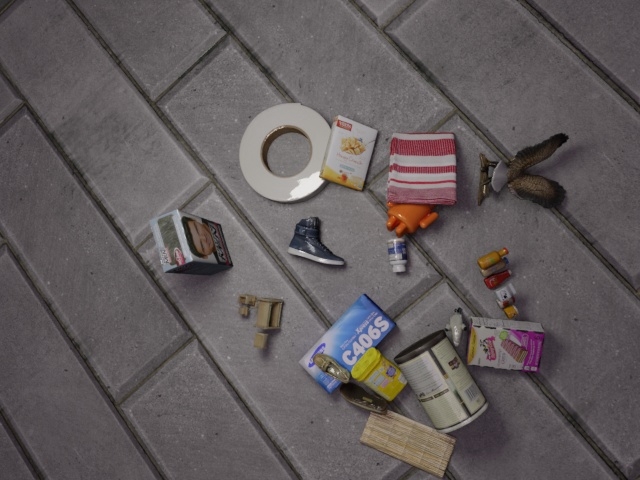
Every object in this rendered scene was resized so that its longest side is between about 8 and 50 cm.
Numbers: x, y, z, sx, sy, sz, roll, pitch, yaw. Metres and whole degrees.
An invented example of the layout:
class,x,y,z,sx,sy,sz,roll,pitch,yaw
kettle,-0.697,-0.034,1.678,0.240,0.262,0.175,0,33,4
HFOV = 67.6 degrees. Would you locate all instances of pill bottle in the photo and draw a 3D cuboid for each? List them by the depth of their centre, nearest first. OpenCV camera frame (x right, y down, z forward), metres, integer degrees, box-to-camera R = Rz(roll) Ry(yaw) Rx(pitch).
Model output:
class,x,y,z,sx,sy,sz,roll,pitch,yaw
pill bottle,0.283,0.055,1.746,0.067,0.067,0.120,-6,84,10

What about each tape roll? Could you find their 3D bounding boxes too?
class,x,y,z,sx,sy,sz,roll,pitch,yaw
tape roll,-0.125,-0.338,1.862,0.391,0.072,0.392,-1,85,11

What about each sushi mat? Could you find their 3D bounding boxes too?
class,x,y,z,sx,sy,sz,roll,pitch,yaw
sushi mat,0.310,0.712,1.702,0.316,0.019,0.152,19,87,12

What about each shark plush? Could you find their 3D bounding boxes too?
class,x,y,z,sx,sy,sz,roll,pitch,yaw
shark plush,0.467,0.291,1.656,0.073,0.161,0.067,-15,118,16

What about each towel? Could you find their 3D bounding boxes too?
class,x,y,z,sx,sy,sz,roll,pitch,yaw
towel,0.363,-0.266,1.704,0.236,0.037,0.329,2,57,10

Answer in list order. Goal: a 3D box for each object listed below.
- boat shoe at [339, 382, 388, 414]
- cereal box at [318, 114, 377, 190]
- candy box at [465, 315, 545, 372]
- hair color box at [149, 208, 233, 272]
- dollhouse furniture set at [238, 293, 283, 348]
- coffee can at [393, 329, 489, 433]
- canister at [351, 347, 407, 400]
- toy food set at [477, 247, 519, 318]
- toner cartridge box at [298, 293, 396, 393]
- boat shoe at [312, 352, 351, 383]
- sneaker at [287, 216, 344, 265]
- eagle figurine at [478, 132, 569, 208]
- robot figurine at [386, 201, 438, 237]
class,x,y,z,sx,sy,sz,roll,pitch,yaw
boat shoe,0.153,0.579,1.716,0.190,0.072,0.068,19,50,34
cereal box,0.105,-0.324,1.786,0.172,0.047,0.240,15,88,-22
candy box,0.622,0.353,1.623,0.233,0.071,0.159,4,109,12
hair color box,-0.455,0.018,1.735,0.113,0.374,0.186,-21,81,8
dollhouse furniture set,-0.237,0.306,1.828,0.160,0.101,0.182,5,86,36
coffee can,0.403,0.471,1.614,0.201,0.201,0.275,-32,80,6
canister,0.211,0.474,1.682,0.170,0.073,0.126,40,94,-18
toy food set,0.635,0.143,1.648,0.104,0.111,0.232,-29,87,5
toner cartridge box,0.099,0.374,1.747,0.165,0.075,0.348,43,94,13
boat shoe,0.038,0.452,1.687,0.153,0.048,0.056,35,92,11
sneaker,-0.001,0.000,1.797,0.226,0.086,0.164,17,91,13
eagle figurine,0.699,-0.239,1.638,0.298,0.226,0.225,1,64,16
robot figurine,0.329,-0.113,1.718,0.219,0.158,0.128,-51,121,-7
